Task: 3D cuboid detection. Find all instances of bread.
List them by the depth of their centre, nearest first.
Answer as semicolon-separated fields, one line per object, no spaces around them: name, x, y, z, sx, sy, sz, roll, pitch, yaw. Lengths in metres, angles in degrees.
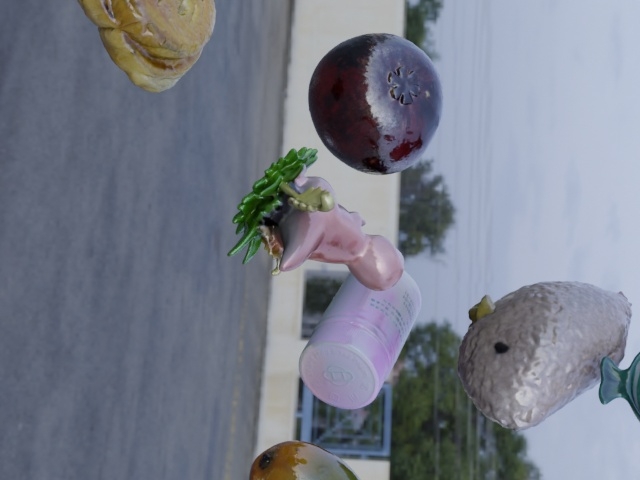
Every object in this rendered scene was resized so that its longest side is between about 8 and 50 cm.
bread;-0.239;-0.332;1.343;0.236;0.120;0.198;61;35;-33

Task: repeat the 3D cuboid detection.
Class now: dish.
dish;0.538;0.239;1.450;0.078;0.246;0.224;79;22;-52

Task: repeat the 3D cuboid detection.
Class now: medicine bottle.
medicine bottle;0.073;0.163;1.722;0.254;0.152;0.152;-54;150;-52

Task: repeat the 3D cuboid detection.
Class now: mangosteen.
mangosteen;0.081;-0.218;1.640;0.261;0.236;0.235;152;-55;-62

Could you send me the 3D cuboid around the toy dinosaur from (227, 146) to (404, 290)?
toy dinosaur;-0.005;0.005;1.107;0.152;0.177;0.194;-49;164;15

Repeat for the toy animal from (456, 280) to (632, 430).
toy animal;0.360;0.162;1.585;0.226;0.358;0.188;23;-51;50

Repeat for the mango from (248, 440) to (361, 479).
mango;0.006;0.383;1.248;0.129;0.146;0.289;-51;124;-68
